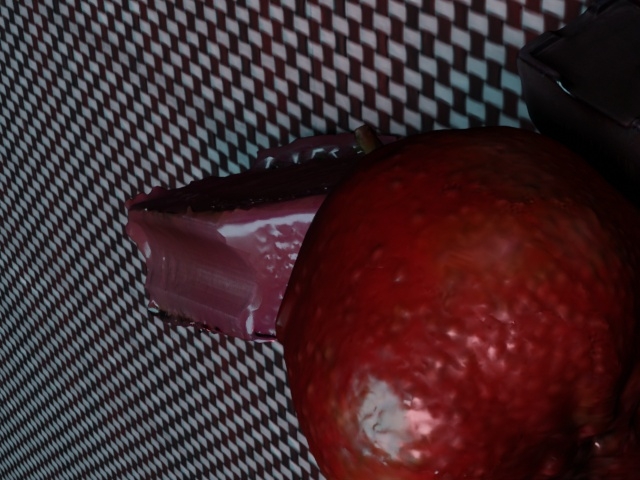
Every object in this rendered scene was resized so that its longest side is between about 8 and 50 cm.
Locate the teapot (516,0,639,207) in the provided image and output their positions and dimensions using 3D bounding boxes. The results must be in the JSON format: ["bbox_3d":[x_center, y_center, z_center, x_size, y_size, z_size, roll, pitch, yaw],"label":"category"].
[{"bbox_3d":[0.177,-0.059,0.726,0.177,0.087,0.096,38,152,38],"label":"teapot"}]

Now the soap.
[{"bbox_3d":[0.000,0.000,0.945,0.289,0.182,0.112,10,120,59],"label":"soap"}]

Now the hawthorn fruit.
[{"bbox_3d":[0.083,0.027,0.724,0.210,0.230,0.266,-48,47,33],"label":"hawthorn fruit"}]
